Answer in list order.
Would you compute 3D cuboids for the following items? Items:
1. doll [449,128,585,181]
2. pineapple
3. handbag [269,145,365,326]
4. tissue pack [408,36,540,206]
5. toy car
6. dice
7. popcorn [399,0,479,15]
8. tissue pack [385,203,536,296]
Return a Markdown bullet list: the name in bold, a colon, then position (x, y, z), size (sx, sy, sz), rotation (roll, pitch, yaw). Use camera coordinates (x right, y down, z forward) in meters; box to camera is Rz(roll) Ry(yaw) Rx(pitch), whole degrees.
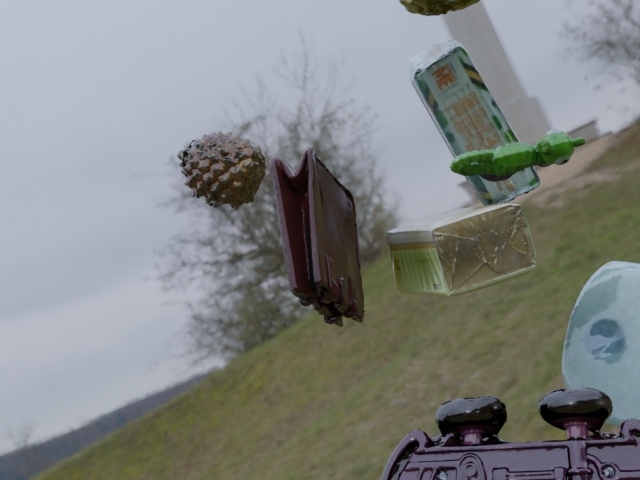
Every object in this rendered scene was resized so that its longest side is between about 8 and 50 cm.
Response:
- **doll**: position (0.269, -0.115, 1.424), size (0.190, 0.050, 0.115), rotation (-12, -13, -4)
- **pineapple**: position (-0.217, -0.153, 2.198), size (0.193, 0.166, 0.166), rotation (20, 6, 17)
- **handbag**: position (0.001, -0.001, 1.846), size (0.084, 0.275, 0.260), rotation (-14, -25, 15)
- **tissue pack**: position (0.292, -0.233, 2.031), size (0.128, 0.310, 0.228), rotation (-30, 13, 9)
- **toy car**: position (0.233, 0.320, 1.154), size (0.341, 0.271, 0.240), rotation (-4, -23, 15)
- **dice**: position (0.578, 0.189, 1.723), size (0.263, 0.264, 0.268), rotation (14, -2, 43)
- **popcorn**: position (0.223, -0.531, 1.863), size (0.282, 0.246, 0.282), rotation (-6, 9, 1)
- **tissue pack**: position (0.221, 0.016, 1.689), size (0.159, 0.125, 0.234), rotation (-16, 3, -15)
